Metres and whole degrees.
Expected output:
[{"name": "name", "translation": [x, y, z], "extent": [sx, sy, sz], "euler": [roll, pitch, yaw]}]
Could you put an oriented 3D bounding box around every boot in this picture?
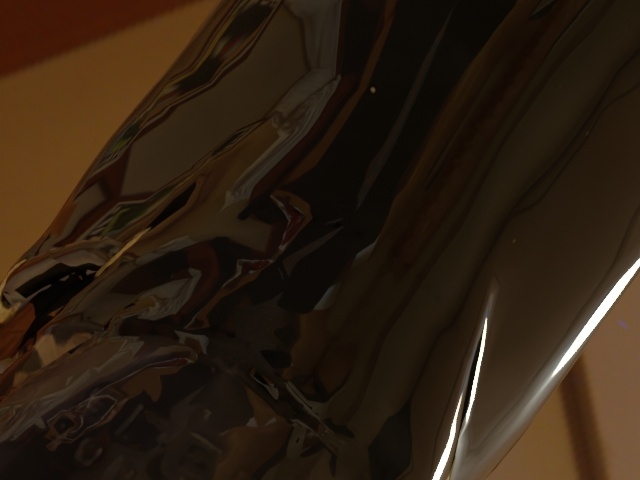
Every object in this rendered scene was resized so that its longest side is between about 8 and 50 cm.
[{"name": "boot", "translation": [0.000, 0.000, 0.492], "extent": [0.138, 0.377, 0.284], "euler": [36, -97, -1]}]
